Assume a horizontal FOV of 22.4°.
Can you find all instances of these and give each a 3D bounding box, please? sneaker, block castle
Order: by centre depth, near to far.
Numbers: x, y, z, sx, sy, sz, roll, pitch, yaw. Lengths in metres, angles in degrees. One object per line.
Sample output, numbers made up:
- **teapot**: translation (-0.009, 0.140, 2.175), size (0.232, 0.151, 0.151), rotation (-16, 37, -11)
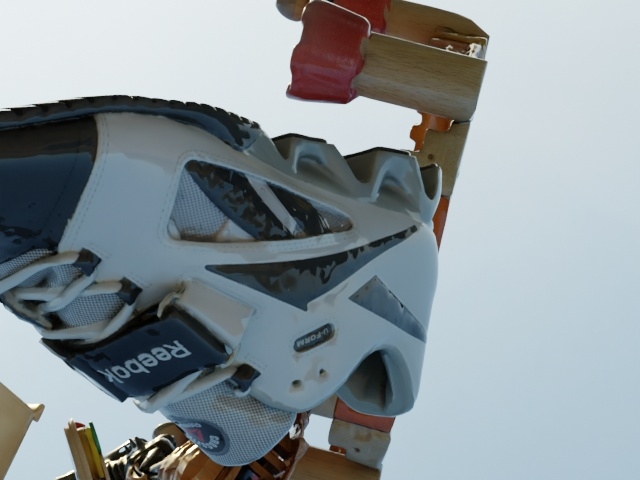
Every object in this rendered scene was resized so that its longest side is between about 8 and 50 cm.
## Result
- **sneaker**: translation (-0.061, 0.024, 0.701), size (0.330, 0.146, 0.122), rotation (7, 166, -42)
- **block castle**: translation (0.000, 0.000, 1.456), size (0.213, 0.453, 0.303), rotation (14, -163, 3)

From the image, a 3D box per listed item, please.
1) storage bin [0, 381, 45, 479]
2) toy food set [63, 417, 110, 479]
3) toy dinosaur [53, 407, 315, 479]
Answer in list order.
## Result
- **storage bin**: translation (-0.369, 0.197, 1.160), size (0.260, 0.123, 0.262), rotation (-5, -129, 39)
- **toy food set**: translation (-0.153, 0.158, 1.081), size (0.020, 0.083, 0.082), rotation (-16, 179, -12)
- **toy dinosaur**: translation (-0.085, 0.212, 1.215), size (0.322, 0.164, 0.218), rotation (-27, 179, -27)
